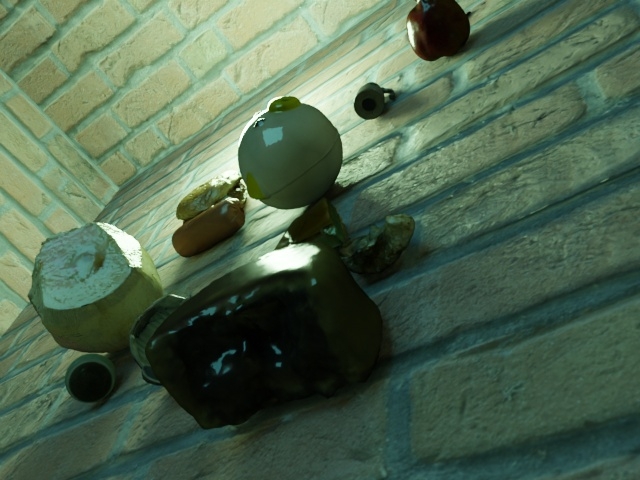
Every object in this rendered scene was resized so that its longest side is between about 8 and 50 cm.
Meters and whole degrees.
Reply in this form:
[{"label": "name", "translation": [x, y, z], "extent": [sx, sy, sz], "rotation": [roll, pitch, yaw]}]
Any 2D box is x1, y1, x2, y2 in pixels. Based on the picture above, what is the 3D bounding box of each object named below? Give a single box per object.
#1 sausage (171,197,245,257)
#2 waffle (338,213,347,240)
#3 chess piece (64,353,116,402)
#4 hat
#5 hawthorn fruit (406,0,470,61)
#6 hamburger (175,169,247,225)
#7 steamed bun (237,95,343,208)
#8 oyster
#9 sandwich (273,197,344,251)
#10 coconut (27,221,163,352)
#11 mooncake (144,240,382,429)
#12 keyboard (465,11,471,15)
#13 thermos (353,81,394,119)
[{"label": "sausage", "translation": [-0.387, -0.044, 2.112], "extent": [0.304, 0.121, 0.121], "rotation": [-27, 27, 29]}, {"label": "waffle", "translation": [0.000, 0.001, 1.568], "extent": [0.148, 0.042, 0.102], "rotation": [-34, 23, 13]}, {"label": "chess piece", "translation": [-0.688, 0.394, 1.825], "extent": [0.139, 0.139, 0.272], "rotation": [-46, 13, -13]}, {"label": "hat", "translation": [-0.348, 0.260, 1.516], "extent": [0.275, 0.161, 0.232], "rotation": [14, 70, 34]}, {"label": "hawthorn fruit", "translation": [0.377, -0.732, 2.034], "extent": [0.208, 0.248, 0.208], "rotation": [-32, 29, 21]}, {"label": "hamburger", "translation": [-0.407, -0.150, 2.277], "extent": [0.283, 0.144, 0.259], "rotation": [-21, 17, 17]}, {"label": "steamed bun", "translation": [-0.093, -0.257, 1.829], "extent": [0.334, 0.334, 0.374], "rotation": [-37, 20, 6]}, {"label": "oyster", "translation": [0.119, 0.008, 1.345], "extent": [0.166, 0.094, 0.294], "rotation": [-45, 7, -2]}, {"label": "sandwich", "translation": [-0.009, -0.037, 1.480], "extent": [0.245, 0.063, 0.212], "rotation": [-26, 25, 42]}, {"label": "coconut", "translation": [-0.686, 0.174, 1.912], "extent": [0.405, 0.404, 0.404], "rotation": [-32, 25, 17]}, {"label": "mooncake", "translation": [-0.091, 0.181, 1.136], "extent": [0.393, 0.246, 0.394], "rotation": [-43, 23, -26]}, {"label": "keyboard", "translation": [0.486, -0.787, 2.258], "extent": [0.202, 0.011, 0.067], "rotation": [-49, 24, -19]}, {"label": "thermos", "translation": [0.191, -0.500, 2.107], "extent": [0.137, 0.105, 0.193], "rotation": [-5, 27, 11]}]
